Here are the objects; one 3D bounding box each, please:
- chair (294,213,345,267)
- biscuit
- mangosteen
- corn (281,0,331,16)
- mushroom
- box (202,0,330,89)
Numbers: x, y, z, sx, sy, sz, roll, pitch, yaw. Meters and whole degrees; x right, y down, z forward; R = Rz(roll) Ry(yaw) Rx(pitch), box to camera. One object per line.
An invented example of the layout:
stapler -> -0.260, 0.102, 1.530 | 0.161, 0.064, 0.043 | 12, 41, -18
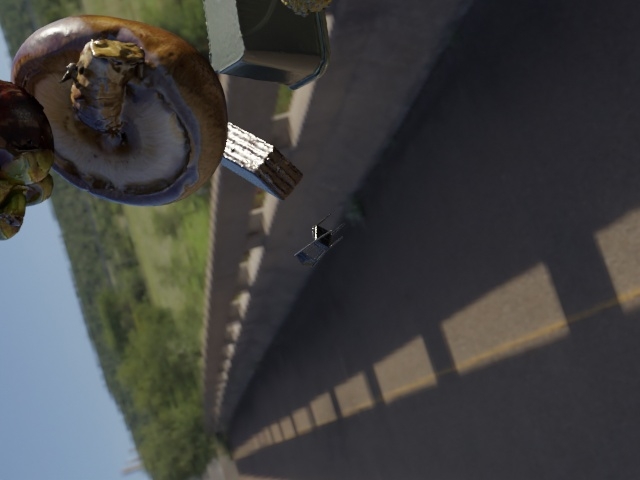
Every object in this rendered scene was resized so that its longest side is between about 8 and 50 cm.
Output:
chair -> 0.000, -0.001, 1.657 | 0.037, 0.086, 0.042 | 32, -143, -24
biscuit -> -0.144, -0.164, 2.148 | 0.252, 0.070, 0.106 | 31, 171, 48
mangosteen -> -0.381, -0.098, 1.287 | 0.180, 0.166, 0.166 | 60, 169, 14
corn -> -0.014, -0.445, 1.563 | 0.091, 0.091, 0.260 | -77, -8, -49
mushroom -> -0.256, -0.175, 1.415 | 0.278, 0.297, 0.163 | 103, -171, -53
box -> -0.098, -0.400, 1.854 | 0.138, 0.178, 0.274 | -22, 75, 49
